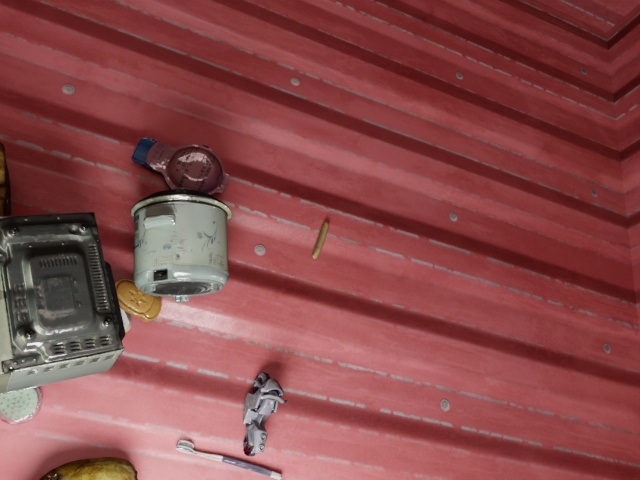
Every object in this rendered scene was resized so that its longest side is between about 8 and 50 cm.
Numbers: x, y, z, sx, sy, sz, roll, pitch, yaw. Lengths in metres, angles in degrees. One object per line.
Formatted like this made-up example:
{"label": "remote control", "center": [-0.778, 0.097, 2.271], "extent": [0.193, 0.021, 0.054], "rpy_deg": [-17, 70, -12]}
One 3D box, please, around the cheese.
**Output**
{"label": "cheese", "center": [-0.412, -0.223, 1.674], "extent": [0.285, 0.074, 0.189], "rpy_deg": [20, 62, -9]}

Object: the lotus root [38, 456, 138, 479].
{"label": "lotus root", "center": [-0.540, 0.570, 1.256], "extent": [0.260, 0.128, 0.145], "rpy_deg": [-3, 80, -22]}

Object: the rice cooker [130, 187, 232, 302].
{"label": "rice cooker", "center": [-0.369, 0.002, 1.489], "extent": [0.264, 0.316, 0.317], "rpy_deg": [-9, 67, 16]}

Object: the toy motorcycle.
{"label": "toy motorcycle", "center": [-0.149, 0.452, 1.468], "extent": [0.080, 0.122, 0.216], "rpy_deg": [23, 61, -29]}

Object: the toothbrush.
{"label": "toothbrush", "center": [-0.232, 0.567, 1.443], "extent": [0.287, 0.024, 0.026], "rpy_deg": [22, 48, -11]}

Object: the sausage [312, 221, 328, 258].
{"label": "sausage", "center": [0.000, 0.000, 1.776], "extent": [0.024, 0.024, 0.132], "rpy_deg": [25, 61, -11]}

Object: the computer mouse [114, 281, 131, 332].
{"label": "computer mouse", "center": [-0.567, 0.163, 1.463], "extent": [0.102, 0.045, 0.199], "rpy_deg": [-23, 77, -30]}

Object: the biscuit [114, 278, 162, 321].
{"label": "biscuit", "center": [-0.485, 0.147, 1.492], "extent": [0.140, 0.023, 0.118], "rpy_deg": [32, 40, -26]}

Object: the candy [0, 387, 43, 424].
{"label": "candy", "center": [-0.708, 0.379, 1.316], "extent": [0.103, 0.043, 0.103], "rpy_deg": [9, 62, -18]}

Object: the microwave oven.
{"label": "microwave oven", "center": [-0.621, 0.130, 1.281], "extent": [0.286, 0.218, 0.355], "rpy_deg": [-6, 67, -33]}

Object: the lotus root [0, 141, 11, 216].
{"label": "lotus root", "center": [-0.863, -0.135, 1.331], "extent": [0.249, 0.316, 0.316], "rpy_deg": [-6, 70, -37]}
